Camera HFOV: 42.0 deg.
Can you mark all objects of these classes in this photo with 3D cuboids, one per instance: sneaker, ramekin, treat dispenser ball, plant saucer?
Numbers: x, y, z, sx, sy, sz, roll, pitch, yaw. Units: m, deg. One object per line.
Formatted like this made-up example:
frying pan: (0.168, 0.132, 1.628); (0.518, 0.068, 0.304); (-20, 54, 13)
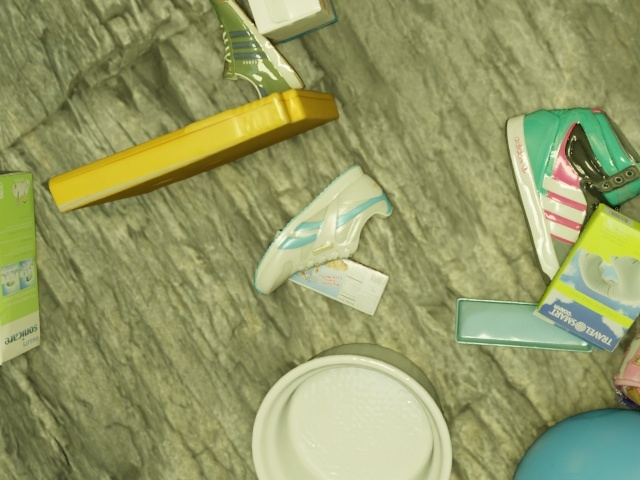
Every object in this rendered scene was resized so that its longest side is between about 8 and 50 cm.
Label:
sneaker: (0.000, 0.000, 1.173); (0.228, 0.087, 0.092); (-44, 86, 1)
sneaker: (-0.113, -0.266, 1.182); (0.086, 0.064, 0.192); (-40, 93, 9)
ramekin: (0.052, 0.282, 1.196); (0.277, 0.135, 0.277); (2, 98, 11)
sneaker: (0.368, -0.044, 1.093); (0.178, 0.124, 0.296); (-15, 94, 27)
treat dispenser ball: (0.385, 0.360, 1.065); (0.288, 0.288, 0.288); (2, 98, 11)
plant saucer: (0.290, 0.119, 1.187); (0.192, 0.018, 0.067); (3, 99, 11)

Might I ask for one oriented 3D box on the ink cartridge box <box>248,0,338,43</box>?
ink cartridge box: (-0.042, -0.329, 1.120); (0.089, 0.143, 0.092); (-18, 95, 13)

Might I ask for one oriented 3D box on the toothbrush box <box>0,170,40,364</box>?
toothbrush box: (-0.559, 0.036, 1.285); (0.206, 0.122, 0.283); (2, 100, 11)

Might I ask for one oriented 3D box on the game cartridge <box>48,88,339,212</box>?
game cartridge: (-0.150, -0.125, 1.099); (0.323, 0.285, 0.053); (-21, 94, 12)

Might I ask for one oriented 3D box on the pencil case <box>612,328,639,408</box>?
pencil case: (0.502, 0.049, 1.005); (0.160, 0.167, 0.386); (29, 82, -4)

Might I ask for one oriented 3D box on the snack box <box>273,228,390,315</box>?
snack box: (0.008, 0.046, 1.227); (0.178, 0.022, 0.064); (23, 101, 7)

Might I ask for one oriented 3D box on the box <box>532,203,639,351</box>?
box: (0.351, 0.055, 1.038); (0.109, 0.042, 0.178); (28, 118, 8)
